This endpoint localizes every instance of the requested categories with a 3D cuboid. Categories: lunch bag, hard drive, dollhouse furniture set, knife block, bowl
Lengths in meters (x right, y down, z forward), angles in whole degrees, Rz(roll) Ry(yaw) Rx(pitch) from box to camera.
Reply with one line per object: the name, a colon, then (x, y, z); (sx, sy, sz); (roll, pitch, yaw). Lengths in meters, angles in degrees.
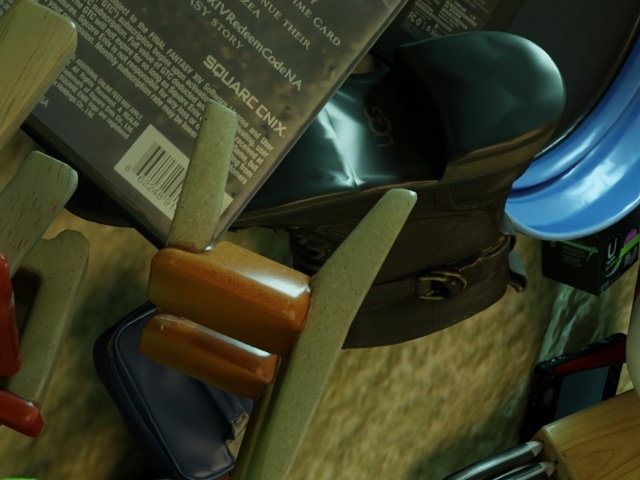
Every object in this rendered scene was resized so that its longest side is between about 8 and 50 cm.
lunch bag: (-0.062, 0.073, 0.659); (0.067, 0.065, 0.098); (-31, 91, -20)
hard drive: (0.073, -0.141, 0.665); (0.094, 0.022, 0.135); (28, 95, -47)
dollhouse furniture set: (-0.134, 0.022, 0.435); (0.259, 0.262, 0.135); (121, -7, -71)
knife block: (0.196, 0.177, 1.042); (0.088, 0.242, 0.275); (122, -11, -45)
bowl: (0.174, -0.194, 0.854); (0.391, 0.077, 0.391); (-28, 128, -41)

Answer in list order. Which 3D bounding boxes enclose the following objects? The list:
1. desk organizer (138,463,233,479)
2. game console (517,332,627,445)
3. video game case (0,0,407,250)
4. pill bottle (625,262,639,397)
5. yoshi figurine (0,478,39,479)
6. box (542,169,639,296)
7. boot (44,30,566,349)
desk organizer: (-0.089, 0.143, 0.720); (0.050, 0.047, 0.130); (35, 80, -51)
game console: (0.240, 0.122, 1.098); (0.144, 0.085, 0.124); (-11, 116, -49)
video game case: (-0.040, -0.155, 0.551); (0.196, 0.026, 0.274); (43, 73, -20)
pill bottle: (0.331, 0.002, 1.027); (0.301, 0.169, 0.169); (-64, 152, -48)
yoshi figurine: (-0.222, 0.097, 0.296); (0.362, 0.203, 0.203); (-10, 90, -16)
box: (0.202, -0.013, 1.005); (0.062, 0.052, 0.083); (-36, 133, -38)
boot: (0.000, 0.000, 0.697); (0.263, 0.091, 0.229); (-6, 151, -8)
